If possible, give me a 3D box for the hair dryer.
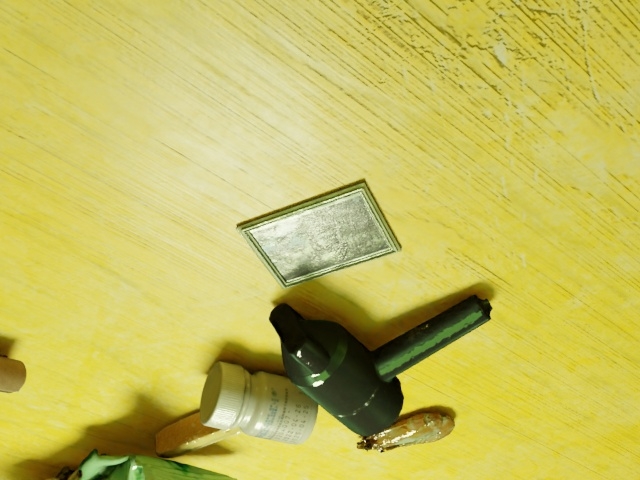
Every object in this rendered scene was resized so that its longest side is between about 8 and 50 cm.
[{"bbox_3d":[0.095,0.139,1.158,0.302,0.116,0.244,-33,130,13],"label":"hair dryer"}]

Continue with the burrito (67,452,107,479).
[{"bbox_3d":[-0.440,0.442,1.417,0.041,0.055,0.149,45,88,2],"label":"burrito"}]

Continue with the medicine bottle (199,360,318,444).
[{"bbox_3d":[-0.096,0.258,1.253,0.168,0.105,0.105,18,132,-21],"label":"medicine bottle"}]

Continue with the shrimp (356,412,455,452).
[{"bbox_3d":[0.149,0.347,1.404,0.184,0.043,0.091,-15,138,11],"label":"shrimp"}]

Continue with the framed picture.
[{"bbox_3d":[0.000,0.000,1.056,0.183,0.011,0.142,-19,134,15],"label":"framed picture"}]

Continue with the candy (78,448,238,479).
[{"bbox_3d":[-0.351,0.506,1.395,0.398,0.172,0.263,-40,137,18],"label":"candy"}]

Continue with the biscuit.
[{"bbox_3d":[-0.199,0.325,1.355,0.188,0.052,0.056,-25,143,24],"label":"biscuit"}]

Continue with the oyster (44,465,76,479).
[{"bbox_3d":[-0.469,0.547,1.549,0.201,0.107,0.355,-20,125,-11],"label":"oyster"}]

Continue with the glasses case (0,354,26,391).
[{"bbox_3d":[-0.539,0.175,1.179,0.193,0.070,0.102,18,160,-24],"label":"glasses case"}]
